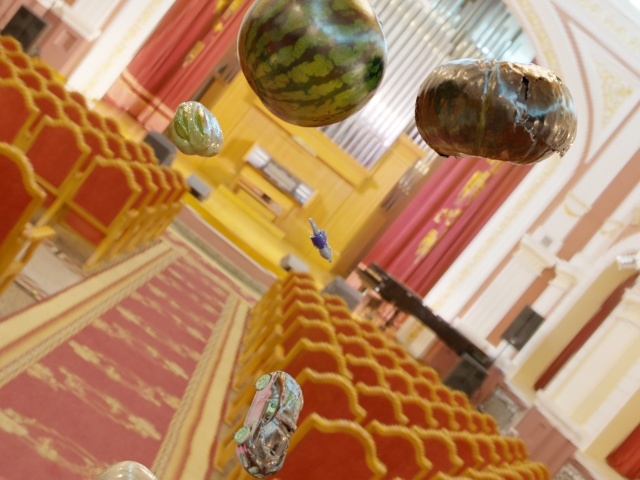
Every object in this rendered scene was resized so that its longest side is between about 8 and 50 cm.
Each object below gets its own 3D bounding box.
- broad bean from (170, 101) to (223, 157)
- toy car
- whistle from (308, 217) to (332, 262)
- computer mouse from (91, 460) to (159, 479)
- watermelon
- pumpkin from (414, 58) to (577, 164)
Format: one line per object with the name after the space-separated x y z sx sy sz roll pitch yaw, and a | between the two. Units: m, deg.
-0.264 -0.233 1.641 0.174 0.082 0.124 -55 129 -80 | broad bean
-0.058 0.226 0.960 0.069 0.055 0.142 52 35 -25 | toy car
0.000 0.000 1.306 0.083 0.029 0.033 65 -5 -16 | whistle
-0.353 0.470 1.270 0.145 0.236 0.082 47 8 4 | computer mouse
-0.014 -0.354 1.462 0.285 0.285 0.285 39 3 -2 | watermelon
0.336 -0.250 1.523 0.320 0.192 0.320 6 7 -1 | pumpkin
